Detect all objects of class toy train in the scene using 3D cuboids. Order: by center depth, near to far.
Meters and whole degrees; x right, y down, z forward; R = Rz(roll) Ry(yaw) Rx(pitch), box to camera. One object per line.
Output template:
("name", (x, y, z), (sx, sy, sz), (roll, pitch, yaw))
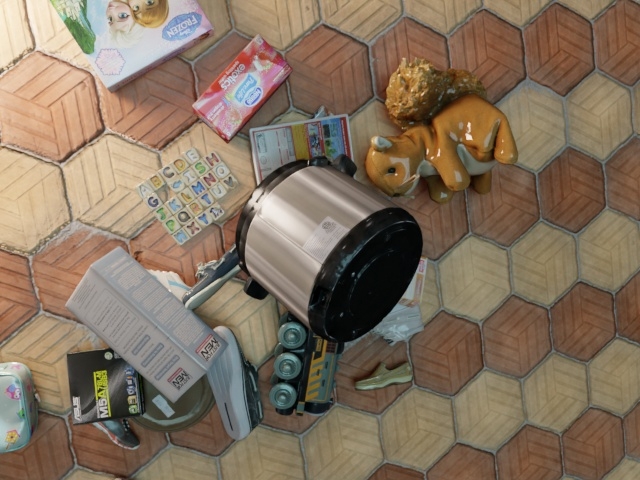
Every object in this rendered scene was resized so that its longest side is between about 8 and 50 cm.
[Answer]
("toy train", (-0.036, 0.338, 1.429), (0.190, 0.142, 0.334), (8, 98, -4))

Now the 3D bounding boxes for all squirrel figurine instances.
("squirrel figurine", (0.295, -0.296, 1.428), (0.370, 0.281, 0.397), (-12, 84, -1))

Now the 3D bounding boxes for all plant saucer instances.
("plant saucer", (-0.421, 0.409, 1.422), (0.277, 0.041, 0.278), (-1, 97, -13))

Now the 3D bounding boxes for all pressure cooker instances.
("pressure cooker", (-0.002, -0.003, 1.280), (0.369, 0.420, 0.376), (-27, 138, -35))

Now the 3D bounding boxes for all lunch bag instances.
("lunch bag", (-0.868, 0.427, 1.291), (0.279, 0.108, 0.224), (-7, 92, -13))

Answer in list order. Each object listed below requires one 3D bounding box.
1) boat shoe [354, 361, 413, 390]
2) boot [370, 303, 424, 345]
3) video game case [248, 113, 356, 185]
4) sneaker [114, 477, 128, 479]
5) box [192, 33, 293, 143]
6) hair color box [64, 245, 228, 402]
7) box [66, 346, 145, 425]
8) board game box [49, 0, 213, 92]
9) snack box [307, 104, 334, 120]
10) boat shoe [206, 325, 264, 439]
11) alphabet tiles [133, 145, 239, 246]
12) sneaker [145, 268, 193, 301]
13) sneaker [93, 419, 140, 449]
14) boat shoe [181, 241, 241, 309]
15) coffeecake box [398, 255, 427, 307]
("boat shoe", (0.187, 0.407, 1.547), (0.189, 0.068, 0.072), (-7, 85, -21))
("boot", (0.187, 0.257, 1.508), (0.258, 0.095, 0.124), (-17, 92, -11))
("video game case", (-0.045, -0.231, 1.425), (0.285, 0.025, 0.204), (-12, 104, -15))
("sneaker", (-0.534, 0.789, 1.405), (0.153, 0.094, 0.235), (18, 81, -5))
("box", (-0.206, -0.394, 1.346), (0.128, 0.122, 0.257), (43, 86, -14))
("hair color box", (-0.439, 0.216, 1.293), (0.374, 0.113, 0.185), (43, 122, -3))
("box", (-0.568, 0.379, 1.352), (0.184, 0.045, 0.191), (-7, 85, -3))
("board game box", (-0.491, -0.597, 1.294), (0.318, 0.066, 0.318), (-34, 101, -7))
("snack box", (-0.031, -0.298, 1.445), (0.064, 0.022, 0.178), (43, 86, -15))
("boat shoe", (-0.236, 0.385, 1.429), (0.119, 0.121, 0.335), (-25, 114, -50))
("alphabet tiles", (-0.352, -0.132, 1.399), (0.237, 0.009, 0.198), (-37, 101, -6))
("sneaker", (-0.439, 0.122, 1.370), (0.228, 0.092, 0.087), (30, 131, 3))
("sneaker", (-0.549, 0.508, 1.394), (0.158, 0.061, 0.065), (43, 79, -13))
("boat shoe", (-0.280, 0.086, 1.347), (0.079, 0.095, 0.254), (45, 49, 2))
("coffeecake box", (0.205, 0.098, 1.476), (0.185, 0.068, 0.142), (17, 65, -7))
